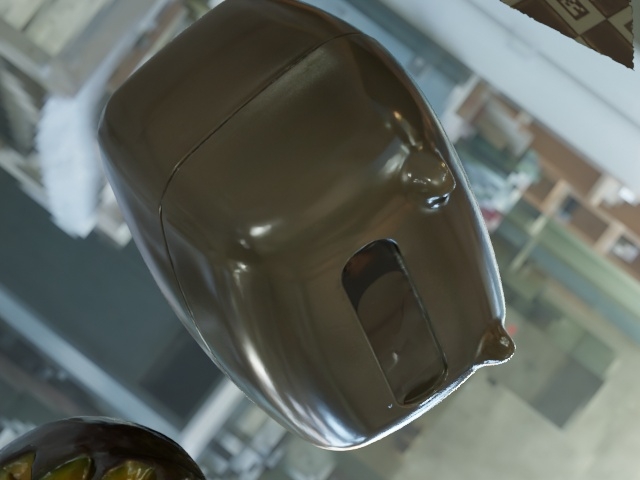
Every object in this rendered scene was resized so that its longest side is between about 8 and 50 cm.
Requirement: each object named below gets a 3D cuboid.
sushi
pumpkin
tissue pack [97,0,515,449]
[{"bbox_3d":[0.148,-0.242,1.586,0.047,0.220,0.231,-51,-158,40],"label":"sushi"},{"bbox_3d":[-0.165,0.156,1.363,0.149,0.254,0.130,-77,152,-42],"label":"pumpkin"},{"bbox_3d":[0.000,0.000,1.682,0.267,0.277,0.387,-37,139,-12],"label":"tissue pack"}]
